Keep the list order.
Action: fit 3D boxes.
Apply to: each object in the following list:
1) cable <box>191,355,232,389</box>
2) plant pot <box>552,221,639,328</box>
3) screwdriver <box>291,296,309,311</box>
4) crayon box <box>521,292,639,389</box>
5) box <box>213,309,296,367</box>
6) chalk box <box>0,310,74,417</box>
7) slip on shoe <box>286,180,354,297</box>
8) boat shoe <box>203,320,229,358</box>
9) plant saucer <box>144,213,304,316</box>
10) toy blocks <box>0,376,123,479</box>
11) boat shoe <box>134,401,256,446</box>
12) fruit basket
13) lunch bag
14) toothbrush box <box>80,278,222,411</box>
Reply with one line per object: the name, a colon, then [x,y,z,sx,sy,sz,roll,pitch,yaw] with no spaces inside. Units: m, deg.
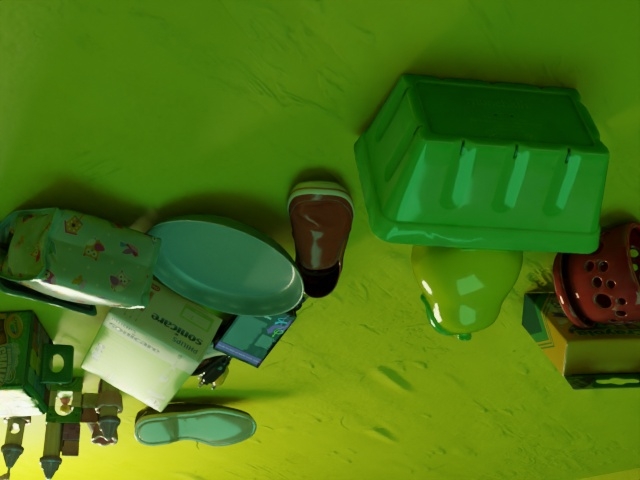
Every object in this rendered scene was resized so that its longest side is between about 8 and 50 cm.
cable: [-0.231,0.260,2.162,0.139,0.072,0.287,33,123,-22]
plant pot: [0.557,0.076,1.779,0.174,0.191,0.191,-19,146,34]
screwdriver: [-0.024,0.116,1.955,0.024,0.025,0.170,22,132,-35]
crayon box: [0.563,0.197,1.886,0.203,0.323,0.083,-1,108,-6]
box: [-0.142,0.193,1.974,0.116,0.029,0.162,27,116,-22]
chalk box: [-0.684,0.270,1.980,0.288,0.180,0.179,-4,150,-1]
slip on shoe: [0.000,0.000,1.674,0.123,0.101,0.331,0,148,-2]
boat shoe: [-0.253,0.215,2.048,0.227,0.079,0.081,-8,130,10]
plant saucer: [-0.179,0.042,1.711,0.317,0.044,0.318,12,148,8]
toy blocks: [-0.631,0.464,2.232,0.288,0.260,0.309,5,148,-15]
boat shoe: [-0.337,0.488,2.467,0.324,0.097,0.117,-1,109,-11]
fruit basket: [0.238,-0.046,1.437,0.392,0.283,0.392,-4,135,-4]
lunch bag: [-0.452,0.039,1.635,0.223,0.160,0.262,21,162,-40]
toothbrush box: [-0.358,0.217,1.912,0.206,0.122,0.283,31,143,-6]
